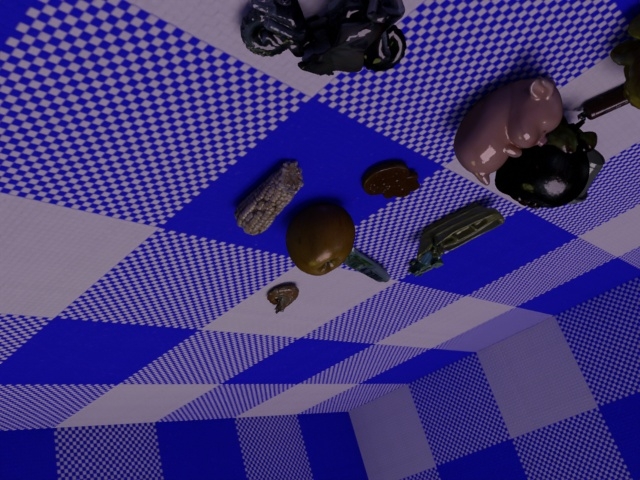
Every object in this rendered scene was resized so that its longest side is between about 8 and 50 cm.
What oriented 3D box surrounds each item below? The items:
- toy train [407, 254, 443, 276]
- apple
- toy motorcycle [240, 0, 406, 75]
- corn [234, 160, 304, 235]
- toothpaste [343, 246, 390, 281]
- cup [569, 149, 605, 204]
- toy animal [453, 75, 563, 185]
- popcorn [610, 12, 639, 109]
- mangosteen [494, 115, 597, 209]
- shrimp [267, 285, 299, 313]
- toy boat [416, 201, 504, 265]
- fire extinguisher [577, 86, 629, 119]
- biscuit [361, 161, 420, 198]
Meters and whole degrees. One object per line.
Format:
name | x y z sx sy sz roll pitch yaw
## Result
toy train | 0.348 0.079 2.033 0.122 0.050 0.081 -29 159 20
apple | 0.000 0.000 1.535 0.182 0.155 0.182 -12 152 -7
toy motorcycle | 0.018 -0.337 0.945 0.270 0.106 0.159 4 145 -16
corn | -0.112 -0.089 1.372 0.087 0.087 0.211 8 145 -42
toothpaste | 0.139 0.079 1.907 0.074 0.048 0.297 -28 149 22
cup | 0.701 -0.180 1.671 0.120 0.120 0.141 -4 144 -26
toy animal | 0.396 -0.246 1.307 0.250 0.166 0.154 -38 105 25
popcorn | 0.724 -0.340 1.234 0.235 0.242 0.250 -27 145 -15
mangosteen | 0.538 -0.188 1.460 0.243 0.243 0.243 -14 154 -7
shrimp | -0.127 0.190 1.961 0.099 0.041 0.180 -5 152 -22
toy boat | 0.399 -0.028 1.818 0.276 0.084 0.111 -32 148 22
fire extinguisher | 0.678 -0.324 1.448 0.158 0.043 0.064 -23 -169 13
biscuit | 0.173 -0.146 1.502 0.124 0.026 0.175 -32 150 30
